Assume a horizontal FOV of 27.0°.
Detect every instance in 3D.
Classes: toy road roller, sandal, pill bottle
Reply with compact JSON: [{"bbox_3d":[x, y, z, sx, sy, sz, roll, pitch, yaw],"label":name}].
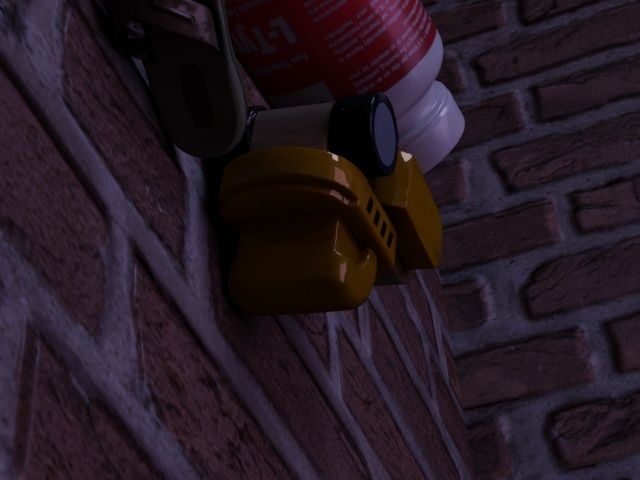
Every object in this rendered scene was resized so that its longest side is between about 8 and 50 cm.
[{"bbox_3d":[0.000,0.000,1.519,0.329,0.202,0.240,57,35,-53],"label":"toy road roller"},{"bbox_3d":[-0.150,-0.209,1.294,0.303,0.120,0.086,69,27,-24],"label":"sandal"},{"bbox_3d":[0.005,-0.264,1.618,0.408,0.229,0.229,55,19,-24],"label":"pill bottle"}]
